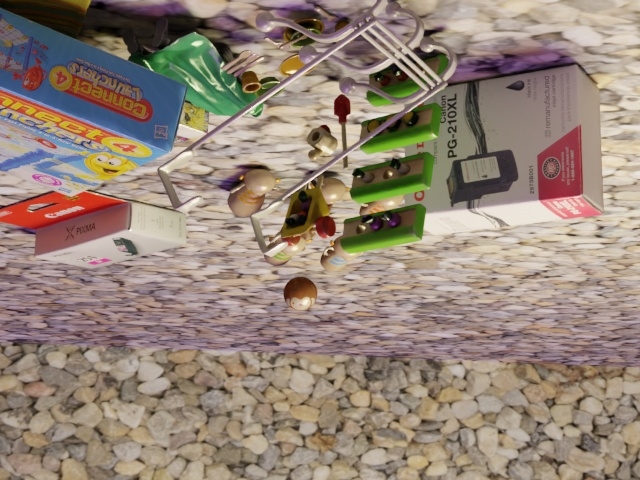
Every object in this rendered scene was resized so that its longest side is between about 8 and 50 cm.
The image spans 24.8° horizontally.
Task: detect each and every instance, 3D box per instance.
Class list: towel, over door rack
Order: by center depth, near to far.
[{"bbox_3d":[-0.290,-0.268,1.547,0.102,0.021,0.237,4,165,-17],"label":"towel"},{"bbox_3d":[-0.020,-0.148,1.617,0.324,0.108,0.239,-45,153,10],"label":"over door rack"}]

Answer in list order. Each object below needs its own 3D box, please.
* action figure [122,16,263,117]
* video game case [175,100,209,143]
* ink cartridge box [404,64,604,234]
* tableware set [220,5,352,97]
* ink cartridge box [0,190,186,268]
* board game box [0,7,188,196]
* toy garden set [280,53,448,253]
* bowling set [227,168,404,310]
[{"bbox_3d":[-0.139,-0.196,1.740,0.137,0.063,0.232,-10,159,29],"label":"action figure"},{"bbox_3d":[-0.301,-0.160,1.928,0.232,0.042,0.210,-12,160,40],"label":"video game case"},{"bbox_3d":[0.229,-0.111,1.842,0.237,0.172,0.100,-7,164,27],"label":"ink cartridge box"},{"bbox_3d":[-0.030,-0.209,1.675,0.154,0.024,0.104,-29,153,26],"label":"tableware set"},{"bbox_3d":[-0.403,-0.018,2.463,0.275,0.060,0.239,-13,162,43],"label":"ink cartridge box"},{"bbox_3d":[-0.359,-0.162,1.687,0.308,0.086,0.302,20,162,-27],"label":"board game box"},{"bbox_3d":[0.044,-0.104,1.752,0.204,0.244,0.049,-11,148,39],"label":"toy garden set"},{"bbox_3d":[0.000,0.000,2.262,0.287,0.200,0.154,0,165,-16],"label":"bowling set"}]
